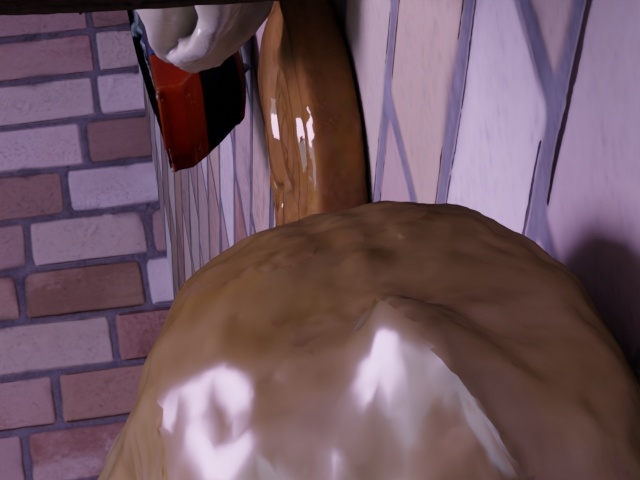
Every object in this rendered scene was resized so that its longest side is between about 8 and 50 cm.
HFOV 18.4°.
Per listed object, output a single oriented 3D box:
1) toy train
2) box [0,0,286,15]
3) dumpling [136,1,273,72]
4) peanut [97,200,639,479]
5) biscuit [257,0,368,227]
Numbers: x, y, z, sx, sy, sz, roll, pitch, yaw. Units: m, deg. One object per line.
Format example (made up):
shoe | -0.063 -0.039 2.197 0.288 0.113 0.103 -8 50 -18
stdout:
toy train | -0.113 -0.206 1.553 0.409 0.089 0.086 -107 7 -50
box | -0.080 -0.144 0.614 0.184 0.273 0.143 -133 40 -76
dumpling | -0.056 -0.209 0.954 0.193 0.147 0.258 -50 -40 -56
peanut | 0.006 0.083 0.613 0.340 0.158 0.174 106 177 -64
biscuit | -0.001 0.000 1.057 0.202 0.044 0.289 118 147 -78
